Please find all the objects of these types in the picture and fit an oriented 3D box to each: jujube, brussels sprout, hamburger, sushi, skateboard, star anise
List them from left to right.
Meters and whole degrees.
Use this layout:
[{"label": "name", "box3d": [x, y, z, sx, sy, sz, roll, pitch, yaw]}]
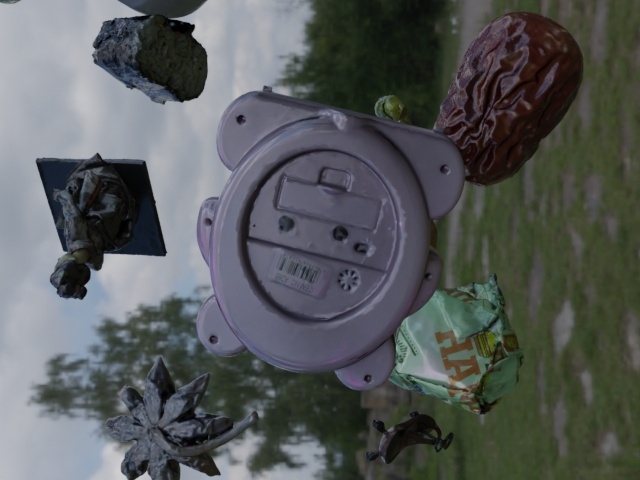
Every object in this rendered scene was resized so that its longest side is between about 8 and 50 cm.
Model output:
[{"label": "sushi", "box3d": [-0.287, -0.321, 1.528, 0.212, 0.115, 0.147, 13, -93, -61]}, {"label": "star anise", "box3d": [-0.226, 0.292, 1.380, 0.081, 0.263, 0.230, 24, -119, -70]}, {"label": "brussels sprout", "box3d": [0.129, -0.207, 1.508, 0.083, 0.046, 0.051, 48, 165, -13]}, {"label": "skateboard", "box3d": [0.147, 0.315, 1.429, 0.151, 0.080, 0.067, -9, -66, -46]}, {"label": "hamburger", "box3d": [0.239, 0.166, 1.499, 0.235, 0.214, 0.125, -69, -25, -20]}, {"label": "jujube", "box3d": [0.236, -0.177, 1.154, 0.230, 0.155, 0.155, -63, 0, 3]}]

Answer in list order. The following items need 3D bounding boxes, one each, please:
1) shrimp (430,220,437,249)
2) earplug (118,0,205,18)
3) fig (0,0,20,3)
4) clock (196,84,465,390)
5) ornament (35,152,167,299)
[{"label": "shrimp", "box3d": [0.094, 0.025, 1.687, 0.062, 0.294, 0.154, 175, 76, -74]}, {"label": "earplug", "box3d": [-0.236, -0.629, 1.637, 0.394, 0.313, 0.312, -23, 60, 49]}, {"label": "fig", "box3d": [-0.454, -0.420, 1.332, 0.093, 0.093, 0.166, 88, -174, -47]}, {"label": "clock", "box3d": [0.000, 0.000, 1.060, 0.113, 0.296, 0.322, -69, -8, -79]}, {"label": "ornament", "box3d": [-0.303, 0.004, 1.113, 0.196, 0.153, 0.166, -75, -17, -53]}]
